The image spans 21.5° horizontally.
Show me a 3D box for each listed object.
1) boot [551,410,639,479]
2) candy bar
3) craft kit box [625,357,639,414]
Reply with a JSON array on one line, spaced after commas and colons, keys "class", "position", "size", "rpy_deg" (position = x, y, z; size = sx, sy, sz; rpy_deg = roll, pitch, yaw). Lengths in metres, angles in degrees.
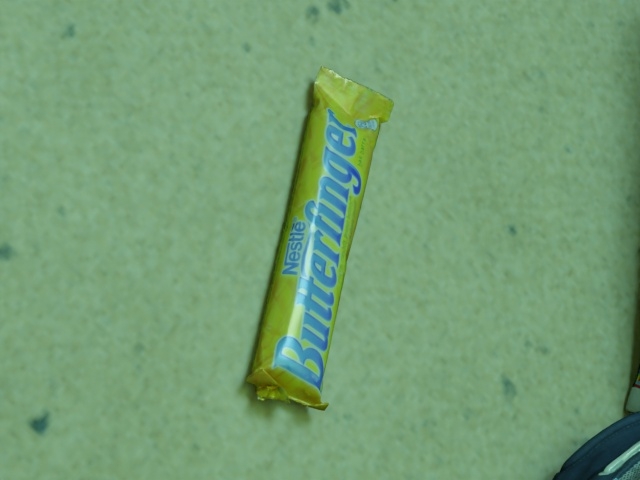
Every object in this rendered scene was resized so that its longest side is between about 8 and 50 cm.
[{"class": "boot", "position": [0.103, 0.156, 0.730], "size": [0.190, 0.086, 0.069], "rpy_deg": [-42, 106, -4]}, {"class": "candy bar", "position": [0.000, 0.000, 0.745], "size": [0.040, 0.018, 0.161], "rpy_deg": [23, 64, -21]}, {"class": "craft kit box", "position": [0.292, -0.010, 0.827], "size": [0.250, 0.061, 0.247], "rpy_deg": [12, 90, -16]}]
